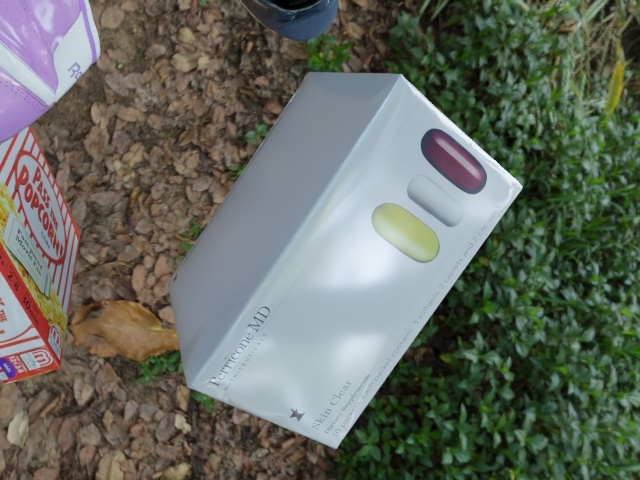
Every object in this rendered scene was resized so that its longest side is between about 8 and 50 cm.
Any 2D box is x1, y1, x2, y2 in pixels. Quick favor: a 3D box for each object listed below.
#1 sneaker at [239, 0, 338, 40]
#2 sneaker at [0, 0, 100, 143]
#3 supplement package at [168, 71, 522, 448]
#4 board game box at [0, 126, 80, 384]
[{"bbox_3d":[-0.032,-0.275,0.527,0.131,0.350,0.148,-26,79,8],"label":"sneaker"},{"bbox_3d":[-0.238,-0.191,0.263,0.161,0.102,0.282,-43,132,-13],"label":"sneaker"},{"bbox_3d":[0.000,0.000,0.463,0.145,0.204,0.262,32,94,-26],"label":"supplement package"},{"bbox_3d":[-0.252,-0.008,0.417,0.045,0.194,0.147,-15,127,-10],"label":"board game box"}]
